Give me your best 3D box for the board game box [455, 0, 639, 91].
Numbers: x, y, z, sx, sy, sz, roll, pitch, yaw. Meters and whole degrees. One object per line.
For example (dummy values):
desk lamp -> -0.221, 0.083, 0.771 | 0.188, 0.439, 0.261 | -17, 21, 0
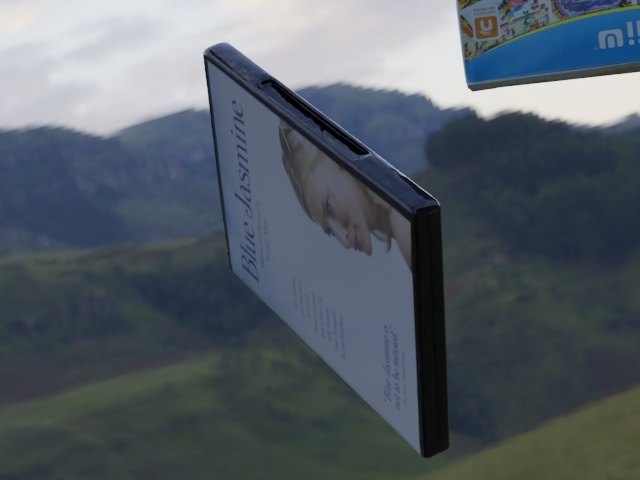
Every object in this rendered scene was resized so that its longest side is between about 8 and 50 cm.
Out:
board game box -> 0.189, -0.261, 1.019 | 0.224, 0.303, 0.097 | -7, 2, 7

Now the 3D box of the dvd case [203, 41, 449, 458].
dvd case -> 0.000, 0.000, 0.985 | 0.022, 0.180, 0.253 | -22, 37, -23
